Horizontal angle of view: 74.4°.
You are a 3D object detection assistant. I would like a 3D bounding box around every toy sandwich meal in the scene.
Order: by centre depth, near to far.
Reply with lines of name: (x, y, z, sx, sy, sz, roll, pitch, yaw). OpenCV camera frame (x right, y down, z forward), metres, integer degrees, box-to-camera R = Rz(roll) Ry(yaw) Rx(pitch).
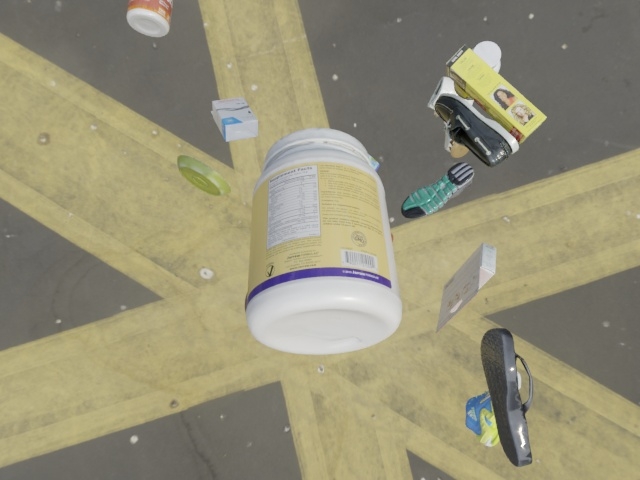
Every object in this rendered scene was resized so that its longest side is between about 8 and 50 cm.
toy sandwich meal: (0.487, -0.330, 1.480, 0.085, 0.086, 0.029, -21, 47, -1)

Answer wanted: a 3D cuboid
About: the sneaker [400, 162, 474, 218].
sneaker: (0.336, -0.122, 1.190, 0.223, 0.098, 0.083, -33, 64, 14)

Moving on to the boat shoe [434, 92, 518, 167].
boat shoe: (0.403, -0.310, 1.170, 0.091, 0.114, 0.303, -41, 47, 5)

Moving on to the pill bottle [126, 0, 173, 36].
pill bottle: (-0.505, -0.743, 1.265, 0.121, 0.121, 0.216, 4, 84, 2)

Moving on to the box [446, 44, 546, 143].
box: (0.375, -0.315, 0.914, 0.058, 0.087, 0.232, -45, 80, 14)

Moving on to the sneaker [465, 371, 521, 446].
sneaker: (0.512, 0.489, 1.285, 0.091, 0.126, 0.240, 29, 85, -40)

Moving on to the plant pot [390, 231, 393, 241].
plant pot: (0.138, 0.111, 1.586, 0.272, 0.272, 0.265, 3, 67, 2)

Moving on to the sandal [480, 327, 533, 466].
sandal: (0.331, 0.263, 0.732, 0.054, 0.097, 0.255, -14, 103, -2)

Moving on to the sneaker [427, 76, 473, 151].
sneaker: (0.507, -0.510, 1.706, 0.169, 0.108, 0.293, 8, 116, -2)

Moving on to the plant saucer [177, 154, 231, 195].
plant saucer: (-0.469, -0.245, 1.668, 0.240, 0.241, 0.037, 26, 71, 4)

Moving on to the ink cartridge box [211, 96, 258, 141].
ink cartridge box: (-0.273, -0.389, 1.312, 0.104, 0.060, 0.180, -16, 51, -21)

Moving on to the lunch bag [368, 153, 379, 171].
lunch bag: (0.064, -0.185, 1.146, 0.128, 0.096, 0.151, 29, 93, -37)

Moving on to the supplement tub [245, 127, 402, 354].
supplement tub: (0.000, 0.000, 0.716, 0.240, 0.241, 0.332, -4, 57, 1)

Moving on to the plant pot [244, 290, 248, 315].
plant pot: (-0.125, 0.238, 1.531, 0.262, 0.229, 0.263, 3, 82, -21)

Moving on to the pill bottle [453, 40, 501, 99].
pill bottle: (0.447, -0.481, 1.197, 0.103, 0.184, 0.103, -1, 86, 7)

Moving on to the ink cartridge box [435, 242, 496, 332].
ink cartridge box: (0.503, 0.176, 1.458, 0.060, 0.275, 0.239, 25, 47, 1)
